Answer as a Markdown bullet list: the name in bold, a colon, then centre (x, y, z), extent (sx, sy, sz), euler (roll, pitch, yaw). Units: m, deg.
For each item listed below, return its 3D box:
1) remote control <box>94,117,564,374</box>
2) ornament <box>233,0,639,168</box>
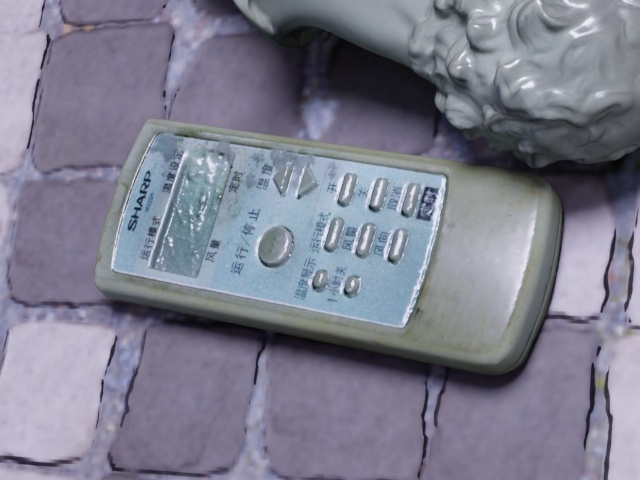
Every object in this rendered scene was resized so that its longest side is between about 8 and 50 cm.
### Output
- **remote control**: centre (0.000, 0.000, 0.782), extent (0.234, 0.038, 0.098), euler (10, 74, 26)
- **ornament**: centre (0.045, -0.121, 0.763), extent (0.285, 0.120, 0.130), euler (20, 81, 29)
